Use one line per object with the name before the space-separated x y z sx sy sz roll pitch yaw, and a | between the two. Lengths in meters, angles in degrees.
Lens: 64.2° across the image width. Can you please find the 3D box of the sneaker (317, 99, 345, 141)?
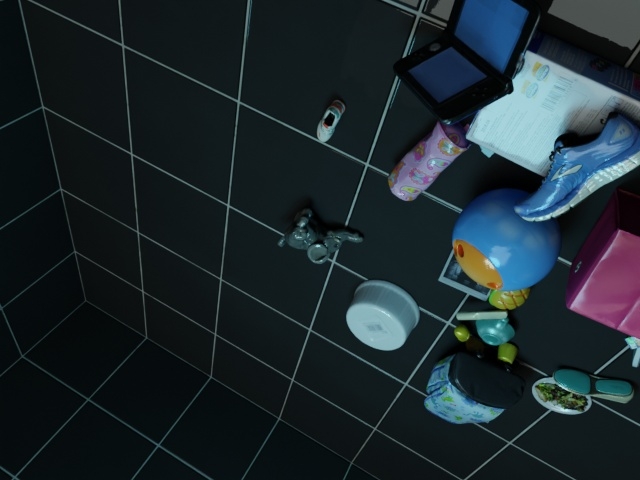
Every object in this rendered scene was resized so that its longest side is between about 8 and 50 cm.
sneaker | 0.019 -0.365 1.600 0.057 0.075 0.161 37 137 1

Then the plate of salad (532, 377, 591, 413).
plate of salad | 0.881 0.578 1.870 0.199 0.048 0.200 18 134 20

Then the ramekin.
ramekin | 0.235 0.299 1.994 0.277 0.135 0.277 18 134 20

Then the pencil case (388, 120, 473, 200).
pencil case | 0.315 -0.234 1.490 0.124 0.124 0.284 40 137 -2

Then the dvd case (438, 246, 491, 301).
dvd case | 0.513 0.086 1.700 0.179 0.029 0.239 24 137 13

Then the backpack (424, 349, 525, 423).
backpack | 0.542 0.561 1.933 0.290 0.273 0.355 24 168 -7

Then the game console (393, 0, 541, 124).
game console | 0.312 -0.448 1.161 0.250 0.293 0.173 -28 137 3

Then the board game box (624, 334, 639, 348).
board game box | 0.942 0.227 1.410 0.136 0.201 0.035 -36 81 47

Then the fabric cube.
fabric cube | 0.812 0.064 1.291 0.259 0.254 0.258 24 128 16

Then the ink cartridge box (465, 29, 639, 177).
ink cartridge box | 0.540 -0.325 1.232 0.395 0.151 0.270 28 137 8

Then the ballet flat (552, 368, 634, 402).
ballet flat | 0.933 0.505 1.755 0.248 0.086 0.086 9 130 27

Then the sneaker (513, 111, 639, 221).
sneaker | 0.573 -0.168 1.171 0.147 0.130 0.330 48 132 3

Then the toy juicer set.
toy juicer set | 0.579 0.308 1.807 0.209 0.089 0.329 8 141 33

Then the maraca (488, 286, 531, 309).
maraca | 0.622 0.153 1.636 0.127 0.099 0.186 14 130 -29

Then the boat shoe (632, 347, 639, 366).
boat shoe | 1.009 0.327 1.551 0.083 0.065 0.183 12 131 26

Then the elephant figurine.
elephant figurine | 0.000 0.000 1.890 0.239 0.169 0.186 32 169 -17

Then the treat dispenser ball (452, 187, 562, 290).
treat dispenser ball | 0.517 -0.002 1.429 0.288 0.288 0.288 18 134 20
